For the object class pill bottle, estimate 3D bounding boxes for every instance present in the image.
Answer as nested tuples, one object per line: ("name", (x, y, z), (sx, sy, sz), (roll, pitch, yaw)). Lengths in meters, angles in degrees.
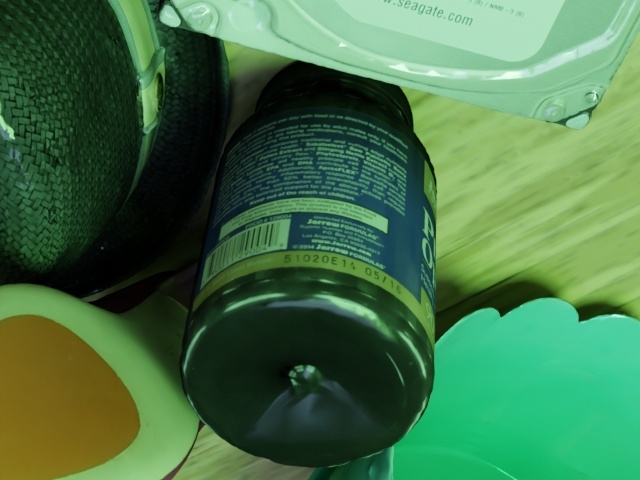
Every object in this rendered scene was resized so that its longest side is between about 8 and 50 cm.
("pill bottle", (0.000, 0.000, 0.775), (0.123, 0.219, 0.123), (3, 130, 3))

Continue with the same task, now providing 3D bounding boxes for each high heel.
("high heel", (-0.139, 0.101, 0.789), (0.181, 0.377, 0.127), (-41, 80, 31))

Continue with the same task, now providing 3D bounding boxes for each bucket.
("bucket", (0.122, 0.190, 0.889), (0.281, 0.281, 0.183), (23, 139, -13))

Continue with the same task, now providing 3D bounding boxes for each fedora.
("fedora", (-0.206, -0.053, 0.794), (0.334, 0.152, 0.334), (3, 129, 3))

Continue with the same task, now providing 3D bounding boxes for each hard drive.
("hard drive", (0.081, -0.220, 0.667), (0.237, 0.064, 0.339), (13, 126, -15))
